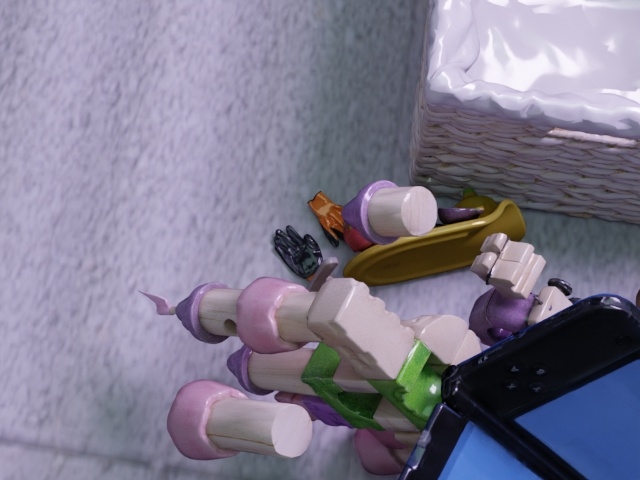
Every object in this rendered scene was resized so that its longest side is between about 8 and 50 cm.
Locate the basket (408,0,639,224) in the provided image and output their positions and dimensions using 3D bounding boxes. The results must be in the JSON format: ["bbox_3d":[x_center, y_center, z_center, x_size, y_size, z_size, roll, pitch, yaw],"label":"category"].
[{"bbox_3d":[0.258,-0.212,1.432,0.328,0.266,0.331,8,71,-1],"label":"basket"}]

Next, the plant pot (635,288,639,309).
[{"bbox_3d":[0.367,0.141,1.375,0.237,0.237,0.109,40,114,9],"label":"plant pot"}]

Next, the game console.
[{"bbox_3d":[0.222,0.223,1.208,0.293,0.250,0.173,39,37,-27],"label":"game console"}]

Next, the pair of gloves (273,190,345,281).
[{"bbox_3d":[0.000,0.000,1.474,0.083,0.010,0.074,-43,80,-13],"label":"pair of gloves"}]

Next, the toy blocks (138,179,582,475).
[{"bbox_3d":[0.018,0.112,1.328,0.288,0.260,0.309,44,63,-31],"label":"toy blocks"}]

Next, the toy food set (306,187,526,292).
[{"bbox_3d":[0.082,-0.011,1.422,0.218,0.128,0.071,-12,72,-10],"label":"toy food set"}]
